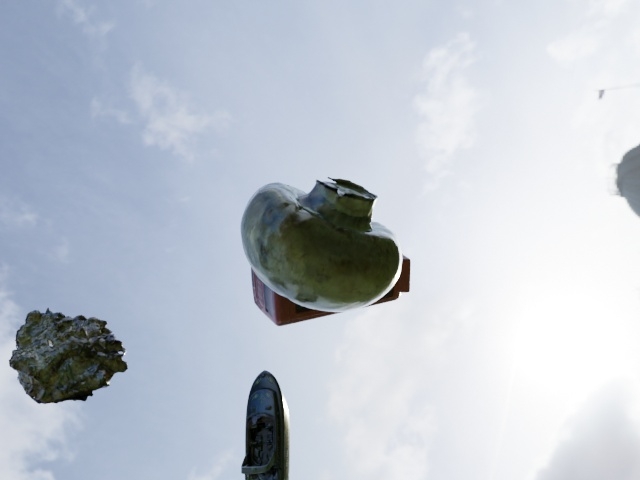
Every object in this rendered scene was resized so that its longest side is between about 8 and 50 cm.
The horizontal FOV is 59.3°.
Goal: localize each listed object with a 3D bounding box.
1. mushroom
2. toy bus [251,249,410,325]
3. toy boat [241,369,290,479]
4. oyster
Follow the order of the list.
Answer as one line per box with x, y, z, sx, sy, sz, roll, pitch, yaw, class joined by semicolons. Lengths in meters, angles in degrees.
0.000;0.000;1.164;0.352;0.352;0.260;8;-70;-42;mushroom
0.033;0.090;1.580;0.427;0.233;0.203;-10;-68;-22;toy bus
-0.115;0.394;1.172;0.103;0.093;0.245;42;-139;-58;toy boat
-0.526;0.228;1.158;0.198;0.260;0.092;-30;-47;-33;oyster
